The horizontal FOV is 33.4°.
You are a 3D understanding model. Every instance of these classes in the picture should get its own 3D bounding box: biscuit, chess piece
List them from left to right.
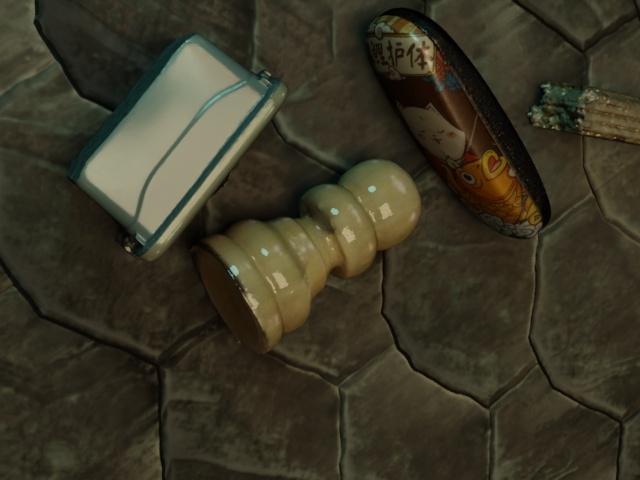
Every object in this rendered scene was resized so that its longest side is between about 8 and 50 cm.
[{"bbox_3d":[0.000,0.000,1.177,0.261,0.143,0.143,-32,115,-19],"label":"chess piece"},{"bbox_3d":[0.383,-0.152,1.330,0.239,0.108,0.062,5,98,-27],"label":"biscuit"}]

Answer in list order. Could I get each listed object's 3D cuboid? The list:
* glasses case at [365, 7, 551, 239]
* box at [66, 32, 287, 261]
[{"bbox_3d":[0.159,-0.128,1.220,0.082,0.122,0.321,-42,117,-11],"label":"glasses case"},{"bbox_3d":[-0.145,-0.096,1.066,0.130,0.162,0.227,41,84,-18],"label":"box"}]
